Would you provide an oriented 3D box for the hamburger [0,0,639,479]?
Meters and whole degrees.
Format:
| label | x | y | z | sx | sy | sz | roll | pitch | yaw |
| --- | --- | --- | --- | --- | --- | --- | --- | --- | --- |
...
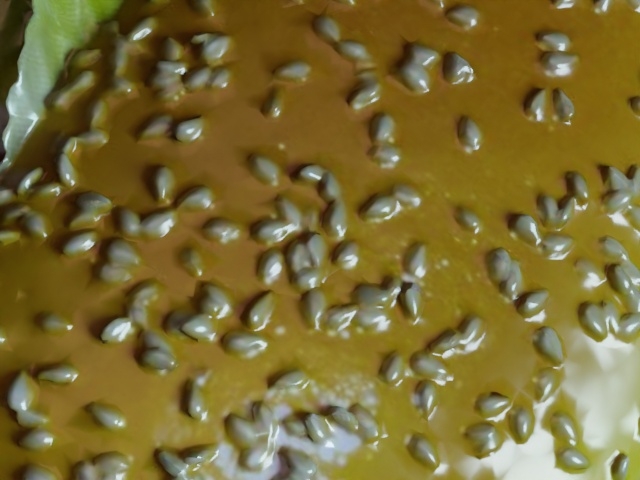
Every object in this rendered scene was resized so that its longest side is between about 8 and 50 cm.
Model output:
| label | x | y | z | sx | sy | sz | roll | pitch | yaw |
| --- | --- | --- | --- | --- | --- | --- | --- | --- | --- |
| hamburger | 0.000 | 0.000 | 0.405 | 0.173 | 0.116 | 0.210 | 27 | 64 | 18 |
